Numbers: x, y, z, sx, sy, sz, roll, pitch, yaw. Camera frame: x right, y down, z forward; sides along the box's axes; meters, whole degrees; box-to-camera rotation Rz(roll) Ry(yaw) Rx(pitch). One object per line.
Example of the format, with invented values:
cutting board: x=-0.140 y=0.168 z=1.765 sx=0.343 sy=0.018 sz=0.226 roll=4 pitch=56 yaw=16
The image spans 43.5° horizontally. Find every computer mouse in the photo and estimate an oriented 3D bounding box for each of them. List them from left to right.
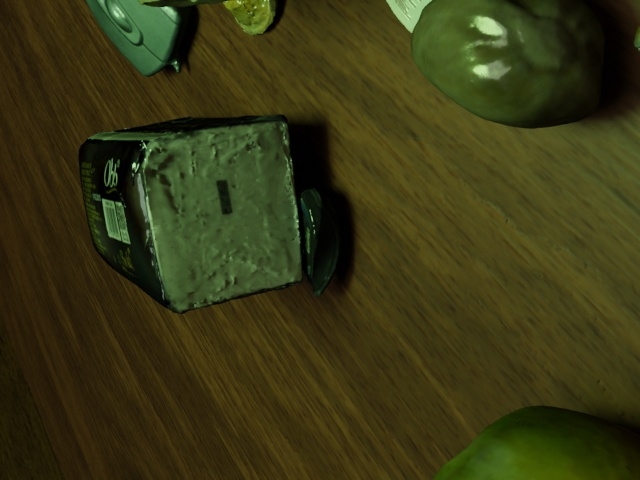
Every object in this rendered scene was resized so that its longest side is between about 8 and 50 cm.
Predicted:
computer mouse: x=-0.296 y=-0.412 z=1.196 sx=0.188 sy=0.122 sz=0.370 roll=-34 pitch=75 yaw=57
computer mouse: x=0.000 y=0.000 z=0.933 sx=0.079 sy=0.047 sz=0.135 roll=-125 pitch=32 yaw=-57

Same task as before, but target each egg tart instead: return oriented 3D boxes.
egg tart: x=-0.093 y=-0.310 z=0.971 sx=0.129 sy=0.049 sz=0.128 roll=30 pitch=127 yaw=50

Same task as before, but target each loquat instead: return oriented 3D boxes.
loquat: x=0.190 y=0.246 z=0.582 sx=0.246 sy=0.213 sz=0.213 roll=48 pitch=138 yaw=33

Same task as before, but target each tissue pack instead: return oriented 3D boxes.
tissue pack: x=-0.178 y=-0.051 z=1.019 sx=0.370 sy=0.198 sz=0.209 roll=-162 pitch=66 yaw=-63

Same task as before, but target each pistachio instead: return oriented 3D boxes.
pistachio: x=0.138 y=-0.146 z=0.619 sx=0.108 sy=0.126 sz=0.185 roll=-52 pitch=42 yaw=0

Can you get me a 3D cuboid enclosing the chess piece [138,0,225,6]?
chess piece: x=-0.087 y=-0.448 z=0.733 sx=0.234 sy=0.234 sz=0.442 roll=17 pitch=117 yaw=55

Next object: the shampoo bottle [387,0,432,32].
shampoo bottle: x=0.111 y=-0.248 z=0.672 sx=0.077 sy=0.045 sz=0.152 roll=59 pitch=143 yaw=24

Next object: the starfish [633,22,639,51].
starfish: x=0.213 y=-0.287 z=0.481 sx=0.358 sy=0.078 sz=0.347 roll=24 pitch=123 yaw=53
